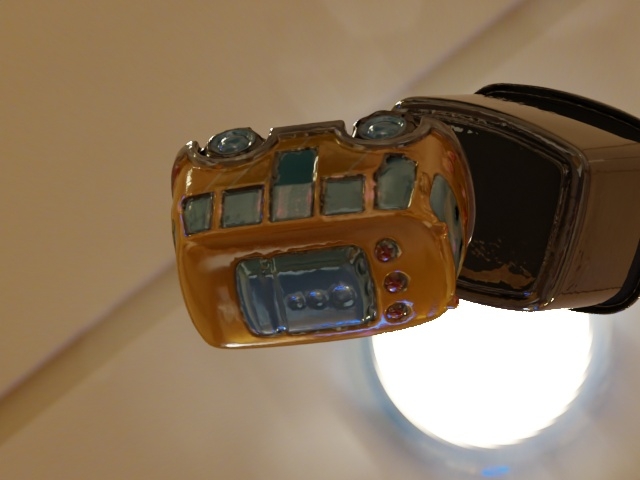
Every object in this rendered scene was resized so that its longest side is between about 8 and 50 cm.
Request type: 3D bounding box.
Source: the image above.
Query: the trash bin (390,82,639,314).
[{"bbox_3d":[0.170,-0.034,1.290,0.209,0.290,0.182,21,-79,24],"label":"trash bin"}]

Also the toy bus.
[{"bbox_3d":[0.000,0.000,1.051,0.209,0.136,0.126,-6,-57,8],"label":"toy bus"}]
